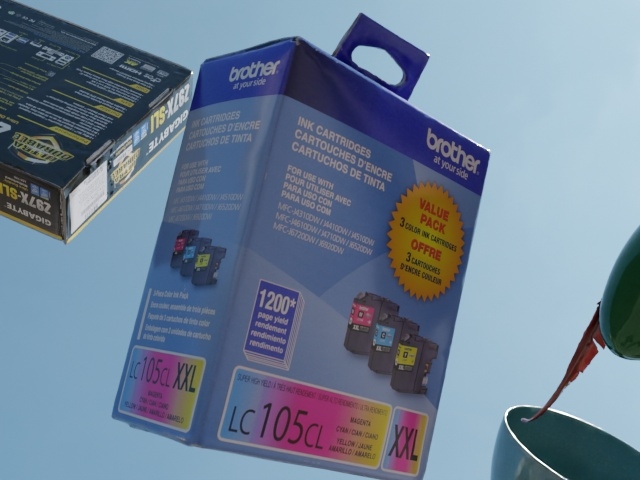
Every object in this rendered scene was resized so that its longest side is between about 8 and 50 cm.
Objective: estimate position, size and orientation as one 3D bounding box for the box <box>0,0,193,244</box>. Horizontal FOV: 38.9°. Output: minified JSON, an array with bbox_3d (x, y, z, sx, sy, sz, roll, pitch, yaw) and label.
[{"bbox_3d":[-0.335,-0.151,0.963,0.322,0.257,0.079,22,-47,10],"label":"box"}]

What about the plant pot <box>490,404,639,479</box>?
[{"bbox_3d":[0.377,0.411,1.380,0.290,0.290,0.195,16,-76,-18],"label":"plant pot"}]

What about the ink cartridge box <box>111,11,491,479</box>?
[{"bbox_3d":[0.000,0.000,0.826,0.270,0.151,0.395,21,-105,-40],"label":"ink cartridge box"}]

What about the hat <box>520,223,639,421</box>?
[{"bbox_3d":[0.262,0.073,0.833,0.183,0.173,0.208,-20,-81,1],"label":"hat"}]
